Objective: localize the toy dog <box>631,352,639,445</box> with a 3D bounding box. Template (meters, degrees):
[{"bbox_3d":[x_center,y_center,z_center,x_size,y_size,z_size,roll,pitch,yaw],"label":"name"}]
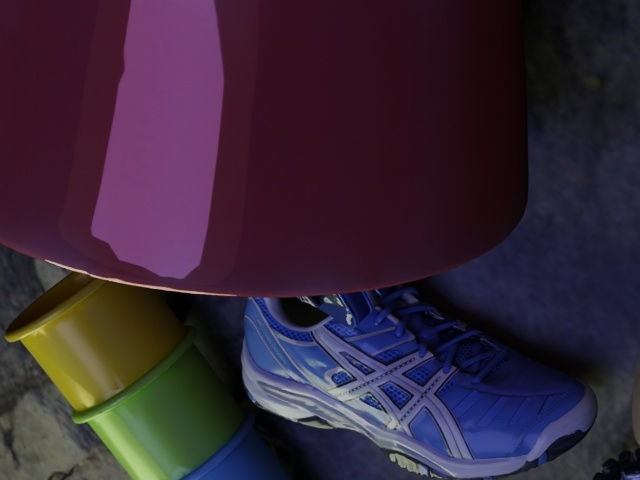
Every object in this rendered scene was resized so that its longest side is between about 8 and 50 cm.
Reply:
[{"bbox_3d":[0.236,0.042,0.704,0.334,0.220,0.161,-155,72,-69],"label":"toy dog"}]

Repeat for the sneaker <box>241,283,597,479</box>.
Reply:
[{"bbox_3d":[0.044,0.066,0.958,0.211,0.080,0.081,11,127,26],"label":"sneaker"}]

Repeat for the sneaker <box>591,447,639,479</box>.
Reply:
[{"bbox_3d":[0.221,0.149,0.923,0.162,0.063,0.073,5,140,34],"label":"sneaker"}]

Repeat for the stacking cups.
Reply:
[{"bbox_3d":[-0.060,0.152,1.080,0.096,0.096,0.316,-24,107,40],"label":"stacking cups"}]

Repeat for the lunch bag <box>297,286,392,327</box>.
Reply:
[{"bbox_3d":[0.000,0.000,0.927,0.098,0.065,0.067,33,163,38],"label":"lunch bag"}]

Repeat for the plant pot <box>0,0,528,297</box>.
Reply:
[{"bbox_3d":[-0.035,-0.140,0.774,0.275,0.275,0.243,16,117,24],"label":"plant pot"}]
